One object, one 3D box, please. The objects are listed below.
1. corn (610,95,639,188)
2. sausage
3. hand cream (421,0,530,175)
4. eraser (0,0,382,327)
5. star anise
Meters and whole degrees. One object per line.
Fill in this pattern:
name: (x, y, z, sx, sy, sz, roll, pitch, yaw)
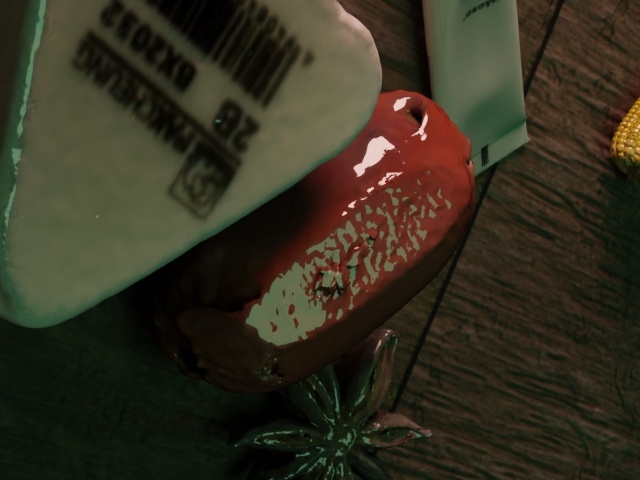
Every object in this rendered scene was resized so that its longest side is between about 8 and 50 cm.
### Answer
corn: (0.321, -0.123, 1.754, 0.085, 0.063, 0.165, 36, 75, -20)
sausage: (0.000, 0.000, 1.421, 0.279, 0.152, 0.152, -39, 128, -25)
hand cream: (0.119, -0.187, 1.542, 0.109, 0.067, 0.321, -35, 131, -32)
eraser: (-0.109, -0.120, 1.271, 0.331, 0.150, 0.331, -19, 118, -41)
star anise: (-0.001, 0.145, 1.534, 0.195, 0.065, 0.182, -51, 129, -13)
